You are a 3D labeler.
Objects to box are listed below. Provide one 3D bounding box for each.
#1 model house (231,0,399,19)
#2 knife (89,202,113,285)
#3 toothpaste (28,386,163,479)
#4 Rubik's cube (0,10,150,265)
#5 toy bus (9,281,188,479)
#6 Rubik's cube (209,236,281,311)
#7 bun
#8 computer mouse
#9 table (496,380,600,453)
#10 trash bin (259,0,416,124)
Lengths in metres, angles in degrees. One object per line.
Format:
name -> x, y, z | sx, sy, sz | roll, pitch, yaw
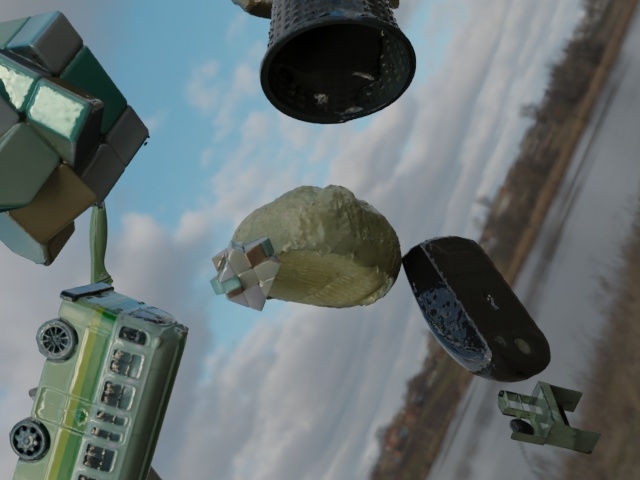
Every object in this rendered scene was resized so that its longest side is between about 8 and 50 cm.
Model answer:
model house -> -0.086, -0.710, 2.317 | 0.395, 0.399, 0.446 | -12, -81, -54
knife -> -0.368, 0.059, 1.740 | 0.020, 0.043, 0.293 | 142, 130, -64
toothpaste -> -0.302, 0.321, 1.536 | 0.323, 0.100, 0.066 | 59, -156, -26
Rubik's cube -> -0.322, -0.097, 1.103 | 0.224, 0.265, 0.213 | 56, -133, -35
toy bus -> -0.273, 0.205, 1.287 | 0.133, 0.164, 0.276 | -15, -59, -78
Rubik's cube -> -0.090, 0.032, 1.202 | 0.075, 0.073, 0.084 | 165, 123, -76
bun -> 0.000, 0.000, 1.548 | 0.259, 0.259, 0.152 | 89, -175, -65
computer mouse -> 0.232, 0.116, 1.602 | 0.170, 0.269, 0.100 | 1, -40, -47
table -> 0.461, 0.354, 2.114 | 0.146, 0.175, 0.063 | -94, 20, -64
trash bin -> 0.015, -0.248, 1.186 | 0.175, 0.175, 0.161 | 95, 172, -58
